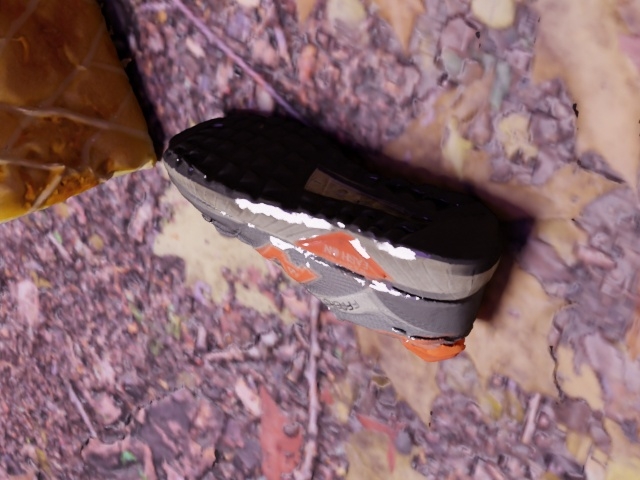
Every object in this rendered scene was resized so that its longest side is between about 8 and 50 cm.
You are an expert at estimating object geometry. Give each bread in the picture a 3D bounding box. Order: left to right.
[{"bbox_3d":[-0.177,-0.105,0.759,0.068,0.125,0.188,-12,102,45],"label":"bread"}]

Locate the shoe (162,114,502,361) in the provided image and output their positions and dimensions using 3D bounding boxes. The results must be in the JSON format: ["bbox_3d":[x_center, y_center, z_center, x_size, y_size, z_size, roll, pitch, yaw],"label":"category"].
[{"bbox_3d":[-0.001,0.000,0.700,0.194,0.074,0.077,22,129,29],"label":"shoe"}]
